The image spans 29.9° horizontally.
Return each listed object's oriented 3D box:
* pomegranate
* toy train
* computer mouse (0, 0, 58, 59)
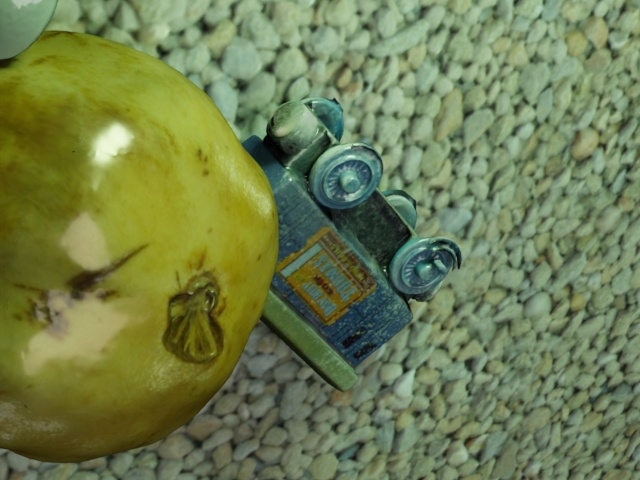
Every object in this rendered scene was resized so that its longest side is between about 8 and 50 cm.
[{"bbox_3d":[-0.202,0.004,0.927,0.333,0.332,0.332,-16,125,-25],"label":"pomegranate"},{"bbox_3d":[0.000,0.000,1.176,0.202,0.131,0.299,-40,131,3],"label":"toy train"},{"bbox_3d":[-0.277,-0.208,0.813,0.127,0.231,0.079,-68,170,14],"label":"computer mouse"}]
